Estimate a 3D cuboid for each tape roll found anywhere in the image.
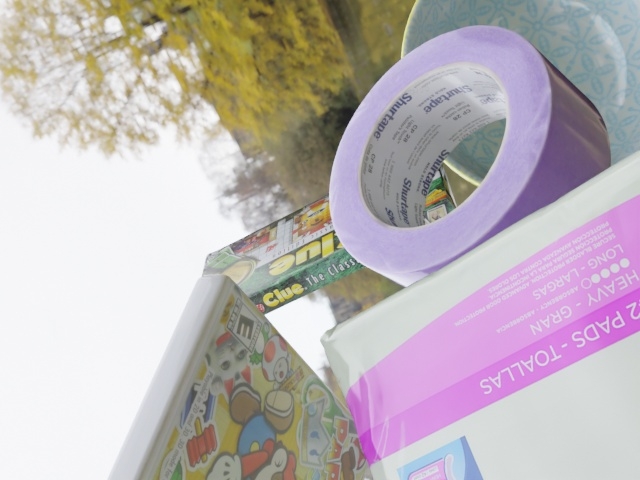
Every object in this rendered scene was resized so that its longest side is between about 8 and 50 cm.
[{"bbox_3d":[0.101,-0.051,0.593,0.080,0.189,0.189,29,-151,-39],"label":"tape roll"}]

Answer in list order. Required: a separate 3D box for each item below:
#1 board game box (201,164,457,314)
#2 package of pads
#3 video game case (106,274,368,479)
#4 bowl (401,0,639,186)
[{"bbox_3d":[0.000,0.000,0.779,0.030,0.260,0.136,57,-166,-26],"label":"board game box"},{"bbox_3d":[0.151,0.123,0.357,0.101,0.229,0.296,11,-128,-52],"label":"package of pads"},{"bbox_3d":[-0.046,0.169,0.465,0.206,0.026,0.227,54,-136,-42],"label":"video game case"},{"bbox_3d":[0.236,-0.172,0.883,0.156,0.289,0.289,34,-148,-78],"label":"bowl"}]
